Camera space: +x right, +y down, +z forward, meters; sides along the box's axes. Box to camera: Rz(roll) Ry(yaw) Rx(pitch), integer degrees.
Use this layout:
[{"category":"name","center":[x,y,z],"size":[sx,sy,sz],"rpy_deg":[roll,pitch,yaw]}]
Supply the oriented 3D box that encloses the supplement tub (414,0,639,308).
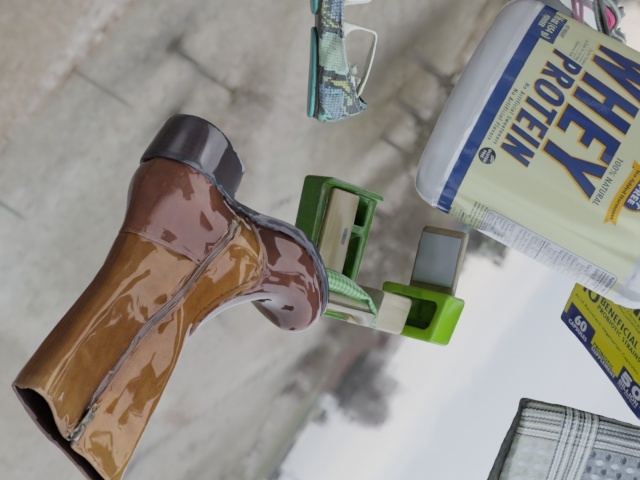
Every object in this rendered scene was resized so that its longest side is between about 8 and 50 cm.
[{"category":"supplement tub","center":[0.284,-0.076,1.478],"size":[0.235,0.325,0.235],"rpy_deg":[-61,173,-12]}]

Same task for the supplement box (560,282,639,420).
[{"category":"supplement box","center":[0.486,0.042,1.927],"size":[0.195,0.194,0.356],"rpy_deg":[-21,148,-24]}]

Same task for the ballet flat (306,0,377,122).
[{"category":"ballet flat","center":[0.018,-0.197,1.290],"size":[0.070,0.070,0.188],"rpy_deg":[-52,145,-61]}]

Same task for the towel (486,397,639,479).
[{"category":"towel","center":[0.309,0.353,1.600],"size":[0.056,0.312,0.324],"rpy_deg":[-103,-150,-73]}]

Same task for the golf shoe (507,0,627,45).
[{"category":"golf shoe","center":[0.260,-0.299,1.662],"size":[0.120,0.272,0.105],"rpy_deg":[-37,-155,-25]}]

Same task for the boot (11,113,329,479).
[{"category":"boot","center":[-0.107,0.082,1.201],"size":[0.280,0.096,0.264],"rpy_deg":[-66,148,-29]}]

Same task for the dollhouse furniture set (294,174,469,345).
[{"category":"dollhouse furniture set","center":[0.000,0.000,1.541],"size":[0.301,0.198,0.151],"rpy_deg":[17,86,-47]}]
